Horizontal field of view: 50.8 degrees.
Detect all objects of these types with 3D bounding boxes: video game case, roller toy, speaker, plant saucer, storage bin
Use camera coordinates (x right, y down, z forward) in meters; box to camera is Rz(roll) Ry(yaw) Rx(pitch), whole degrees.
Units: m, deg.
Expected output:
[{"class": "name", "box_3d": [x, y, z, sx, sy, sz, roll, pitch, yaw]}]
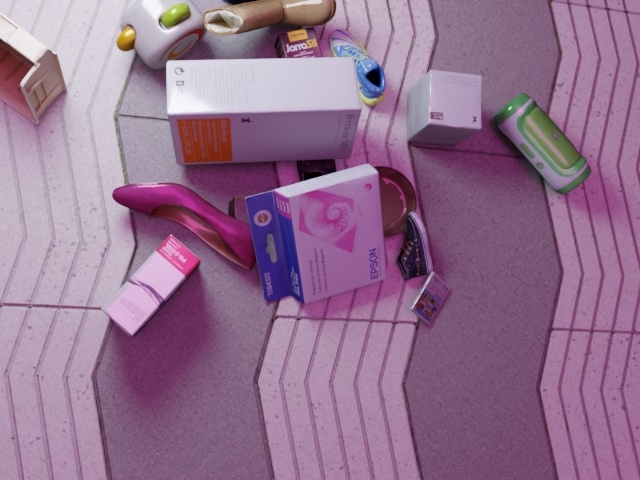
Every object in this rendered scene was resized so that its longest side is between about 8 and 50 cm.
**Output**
[{"class": "video game case", "box_3d": [0.300, 0.158, 1.841, 0.087, 0.011, 0.122, 41, 75, -34]}, {"class": "roller toy", "box_3d": [-0.399, -0.542, 1.704, 0.209, 0.191, 0.146, -37, 94, 22]}, {"class": "speaker", "box_3d": [0.635, -0.276, 1.928, 0.131, 0.131, 0.296, -43, 93, -14]}, {"class": "plant saucer", "box_3d": [0.167, -0.104, 1.851, 0.198, 0.036, 0.199, 1, 83, -13]}, {"class": "storage bin", "box_3d": [-0.751, -0.433, 1.581, 0.262, 0.260, 0.123, 37, 73, -5]}]

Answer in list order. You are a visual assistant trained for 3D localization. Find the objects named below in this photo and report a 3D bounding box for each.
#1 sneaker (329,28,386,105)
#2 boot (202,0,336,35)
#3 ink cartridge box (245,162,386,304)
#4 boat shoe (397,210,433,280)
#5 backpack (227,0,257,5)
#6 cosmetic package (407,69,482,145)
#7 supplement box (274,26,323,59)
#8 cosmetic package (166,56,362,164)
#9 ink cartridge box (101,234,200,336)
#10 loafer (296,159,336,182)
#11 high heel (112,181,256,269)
[{"class": "sneaker", "box_3d": [0.114, -0.489, 1.840, 0.091, 0.126, 0.240, -33, 91, -14]}, {"class": "boot", "box_3d": [-0.122, -0.570, 1.710, 0.269, 0.236, 0.089, -35, 123, -50]}, {"class": "ink cartridge box", "box_3d": [0.000, 0.000, 1.700, 0.330, 0.071, 0.324, -18, 123, -15]}, {"class": "boat shoe", "box_3d": [0.244, 0.018, 1.820, 0.083, 0.065, 0.183, -20, 107, -12]}, {"class": "backpack", "box_3d": [-0.196, -0.716, 1.777, 0.117, 0.173, 0.158, 16, 81, -10]}, {"class": "cosmetic package", "box_3d": [0.335, -0.357, 1.842, 0.151, 0.183, 0.151, 3, 83, -12]}, {"class": "supplement box", "box_3d": [-0.046, -0.467, 1.826, 0.104, 0.081, 0.188, -16, 87, -14]}, {"class": "cosmetic package", "box_3d": [-0.142, -0.317, 1.676, 0.453, 0.230, 0.161, -4, 65, -7]}, {"class": "ink cartridge box", "box_3d": [-0.406, 0.112, 1.630, 0.100, 0.172, 0.237, 42, 77, -4]}, {"class": "loafer", "box_3d": [-0.005, -0.153, 1.788, 0.109, 0.095, 0.303, 3, 83, -11]}, {"class": "high heel", "box_3d": [-0.331, -0.037, 1.683, 0.377, 0.127, 0.181, 6, 71, -15]}]
